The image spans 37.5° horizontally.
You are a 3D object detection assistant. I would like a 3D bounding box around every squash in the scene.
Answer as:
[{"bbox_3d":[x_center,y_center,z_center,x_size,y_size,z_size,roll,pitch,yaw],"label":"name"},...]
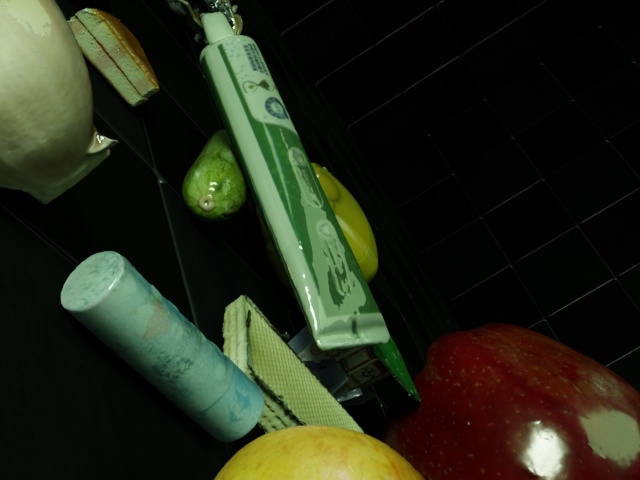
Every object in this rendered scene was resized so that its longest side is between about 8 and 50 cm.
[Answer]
[{"bbox_3d":[-0.102,-0.072,1.001,0.069,0.069,0.239,56,10,-14],"label":"squash"}]

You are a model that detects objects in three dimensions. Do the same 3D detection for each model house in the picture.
[{"bbox_3d":[0.024,0.120,0.978,0.167,0.088,0.117,48,13,-55],"label":"model house"}]

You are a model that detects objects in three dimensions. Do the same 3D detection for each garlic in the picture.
[{"bbox_3d":[-0.221,-0.141,0.532,0.128,0.148,0.267,-35,98,-45],"label":"garlic"}]

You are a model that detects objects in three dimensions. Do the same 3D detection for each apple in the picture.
[{"bbox_3d":[0.229,0.250,1.048,0.317,0.288,0.288,43,-1,34],"label":"apple"},{"bbox_3d":[0.000,0.166,0.502,0.146,0.146,0.146,56,9,-14],"label":"apple"}]

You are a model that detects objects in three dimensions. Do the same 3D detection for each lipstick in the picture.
[{"bbox_3d":[-0.097,0.071,0.606,0.158,0.048,0.048,51,11,-37],"label":"lipstick"}]

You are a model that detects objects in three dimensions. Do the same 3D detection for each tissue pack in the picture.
[{"bbox_3d":[0.000,0.000,1.137,0.127,0.123,0.178,49,11,-29],"label":"tissue pack"}]

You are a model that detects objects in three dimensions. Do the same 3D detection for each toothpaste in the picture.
[{"bbox_3d":[-0.041,-0.069,0.927,0.098,0.061,0.392,-2,61,-45],"label":"toothpaste"}]

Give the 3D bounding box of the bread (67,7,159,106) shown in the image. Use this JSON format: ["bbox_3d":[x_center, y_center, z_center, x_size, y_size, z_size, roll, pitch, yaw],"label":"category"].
[{"bbox_3d":[-0.202,-0.187,0.922,0.109,0.043,0.062,51,13,-33],"label":"bread"}]

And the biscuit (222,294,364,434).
[{"bbox_3d":[-0.018,0.146,0.817,0.199,0.040,0.121,52,13,-26],"label":"biscuit"}]

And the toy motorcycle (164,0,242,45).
[{"bbox_3d":[-0.199,-0.386,1.513,0.229,0.094,0.130,49,-2,33],"label":"toy motorcycle"}]

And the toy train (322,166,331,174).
[{"bbox_3d":[0.024,-0.050,1.693,0.085,0.053,0.250,45,14,-26],"label":"toy train"}]
